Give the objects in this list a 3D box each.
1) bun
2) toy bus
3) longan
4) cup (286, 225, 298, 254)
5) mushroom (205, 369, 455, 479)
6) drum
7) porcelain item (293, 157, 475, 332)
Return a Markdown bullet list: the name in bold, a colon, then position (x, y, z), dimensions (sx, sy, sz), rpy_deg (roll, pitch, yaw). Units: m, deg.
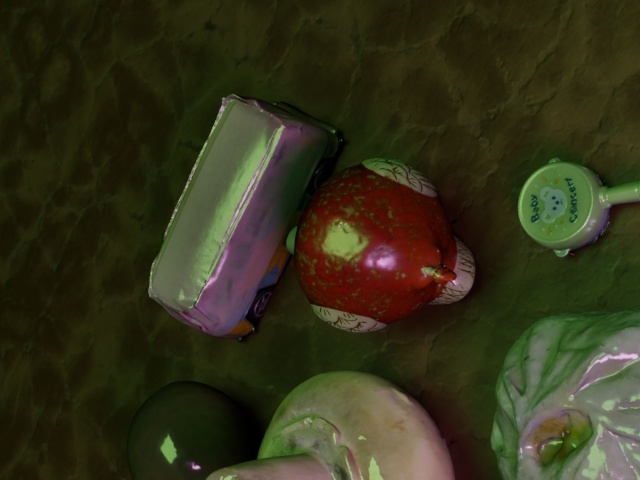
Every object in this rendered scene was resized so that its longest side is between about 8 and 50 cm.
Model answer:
- **bun**: position (0.321, 0.243, 1.247), dimensions (0.354, 0.194, 0.354), rpy_deg (-1, 89, 51)
- **toy bus**: position (-0.135, -0.035, 1.724), dimensions (0.171, 0.162, 0.386), rpy_deg (31, 100, 38)
- **longan**: position (-0.199, 0.313, 1.678), dimensions (0.196, 0.196, 0.220), rpy_deg (-37, 48, 27)
- **cup**: position (-0.004, 0.000, 1.679), dimensions (0.083, 0.054, 0.075), rpy_deg (20, 93, 42)
- **mushroom**: position (0.004, 0.325, 1.420), dimensions (0.314, 0.336, 0.314), rpy_deg (-1, 88, 39)
- **drum**: position (0.365, -0.073, 1.401), dimensions (0.253, 0.049, 0.130), rpy_deg (-28, 63, 31)
- **porcelain item**: position (0.094, 0.018, 1.478), dimensions (0.253, 0.253, 0.253), rpy_deg (-10, 74, 37)
